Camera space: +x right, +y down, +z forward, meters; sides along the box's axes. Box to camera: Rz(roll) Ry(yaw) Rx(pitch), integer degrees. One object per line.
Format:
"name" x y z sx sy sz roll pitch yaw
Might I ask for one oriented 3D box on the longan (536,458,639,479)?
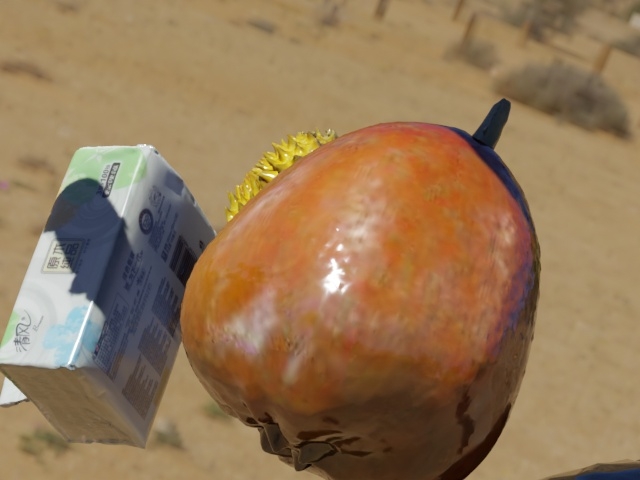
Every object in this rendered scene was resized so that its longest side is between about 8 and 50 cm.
"longan" 0.226 0.342 1.256 0.391 0.391 0.391 22 9 -4

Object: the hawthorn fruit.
"hawthorn fruit" 0.040 0.017 1.030 0.199 0.251 0.199 27 -19 10

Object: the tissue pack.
"tissue pack" -0.209 0.048 1.652 0.145 0.229 0.159 2 -31 24

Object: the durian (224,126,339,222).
"durian" 0.011 -0.005 1.821 0.183 0.138 0.249 11 50 -60
